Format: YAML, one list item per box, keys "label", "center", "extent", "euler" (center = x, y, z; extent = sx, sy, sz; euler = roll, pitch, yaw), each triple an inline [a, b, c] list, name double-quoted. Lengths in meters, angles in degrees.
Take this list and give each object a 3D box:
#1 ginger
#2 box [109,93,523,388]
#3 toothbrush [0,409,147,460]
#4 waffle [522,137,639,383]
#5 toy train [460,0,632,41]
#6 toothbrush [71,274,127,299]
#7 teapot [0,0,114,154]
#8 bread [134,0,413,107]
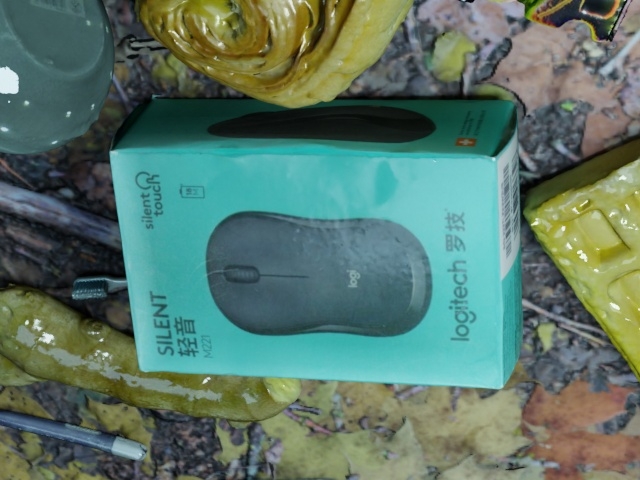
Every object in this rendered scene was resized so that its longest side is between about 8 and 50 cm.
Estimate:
- label: "ginger"
  center: [-0.164, 0.110, 1.427]
  extent: [0.299, 0.065, 0.118]
  euler: [12, 139, 4]
- label: "box"
  center: [0.000, 0.000, 1.265]
  extent: [0.311, 0.118, 0.205]
  euler: [3, 114, 13]
- label: "toothbrush"
  center: [-0.303, 0.166, 1.519]
  extent: [0.288, 0.024, 0.026]
  euler: [13, 111, 3]
- label: "waffle"
  center: [0.317, 0.001, 1.266]
  extent: [0.248, 0.055, 0.221]
  euler: [-25, 116, 26]
- label: "toy train"
  center: [0.181, -0.279, 1.076]
  extent: [0.161, 0.100, 0.296]
  euler: [15, 127, -6]
- label: "toothbrush"
  center: [-0.088, 0.037, 1.390]
  extent: [0.263, 0.026, 0.022]
  euler: [-3, 124, 9]
- label: "teapot"
  center: [-0.288, -0.132, 1.233]
  extent: [0.251, 0.183, 0.183]
  euler: [-19, 119, 35]
- label: "bread"
  center: [-0.023, -0.212, 1.139]
  extent: [0.198, 0.120, 0.236]
  euler: [27, 126, 1]
